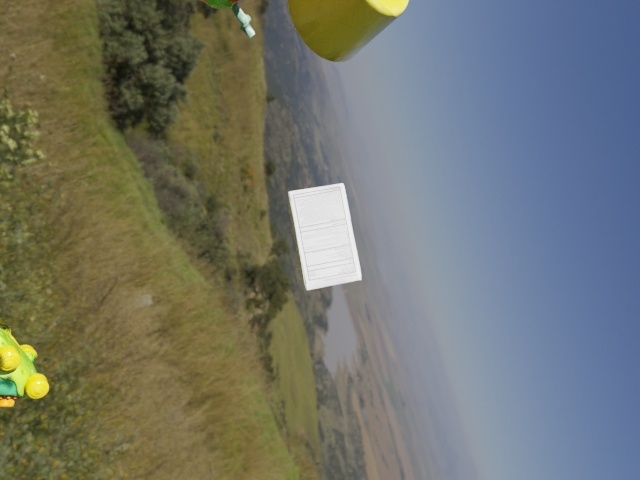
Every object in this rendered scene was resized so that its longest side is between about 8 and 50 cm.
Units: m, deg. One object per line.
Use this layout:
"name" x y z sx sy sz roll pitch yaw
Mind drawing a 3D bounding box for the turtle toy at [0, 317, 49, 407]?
"turtle toy" -0.363 0.133 0.681 0.095 0.066 0.130 31 -26 51

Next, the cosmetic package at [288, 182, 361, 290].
"cosmetic package" 0.000 0.000 0.704 0.239 0.060 0.099 154 -73 -87

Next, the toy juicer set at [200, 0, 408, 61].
"toy juicer set" -0.065 -0.281 0.390 0.209 0.089 0.329 -9 87 -40
